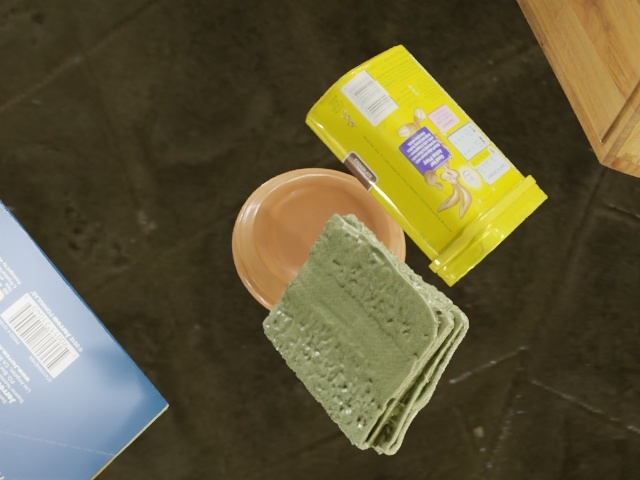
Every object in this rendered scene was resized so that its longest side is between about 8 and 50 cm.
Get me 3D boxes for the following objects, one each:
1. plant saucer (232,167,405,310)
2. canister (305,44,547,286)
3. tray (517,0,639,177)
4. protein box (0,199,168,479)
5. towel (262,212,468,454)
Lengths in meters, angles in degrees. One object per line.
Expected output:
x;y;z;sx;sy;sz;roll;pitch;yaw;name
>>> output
0.000;0.000;1.477;0.200;0.037;0.200;3;62;-5;plant saucer
0.082;-0.062;1.005;0.170;0.126;0.073;48;126;4;canister
0.306;-0.261;1.335;0.411;0.076;0.203;-100;31;-53;tray
-0.248;0.102;0.812;0.200;0.201;0.136;52;147;-10;protein box
0.026;0.057;0.832;0.110;0.027;0.148;-57;46;10;towel
